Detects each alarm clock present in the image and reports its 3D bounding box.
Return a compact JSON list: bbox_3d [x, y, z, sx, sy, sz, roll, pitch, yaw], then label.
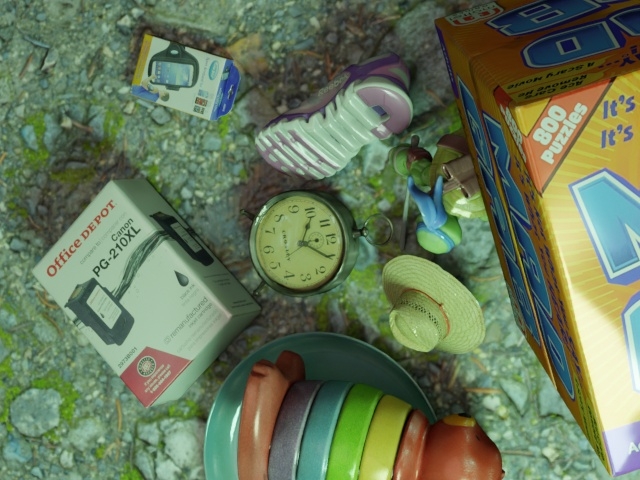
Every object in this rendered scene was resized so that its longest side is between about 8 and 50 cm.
[{"bbox_3d":[0.000,0.000,1.831,0.192,0.064,0.129,-9,89,24],"label":"alarm clock"}]

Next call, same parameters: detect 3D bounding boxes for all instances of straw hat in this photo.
[{"bbox_3d":[0.114,0.092,1.753,0.144,0.061,0.144,24,138,24],"label":"straw hat"}]

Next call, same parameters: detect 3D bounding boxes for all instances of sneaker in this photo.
[{"bbox_3d":[0.023,-0.153,1.807,0.236,0.104,0.095,-24,125,39],"label":"sneaker"}]

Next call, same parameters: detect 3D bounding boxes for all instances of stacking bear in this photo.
[{"bbox_3d":[0.065,0.239,1.728,0.289,0.175,0.164,11,95,13],"label":"stacking bear"}]

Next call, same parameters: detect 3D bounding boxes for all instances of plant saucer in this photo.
[{"bbox_3d":[0.008,0.268,1.853,0.317,0.043,0.318,1,92,22],"label":"plant saucer"}]

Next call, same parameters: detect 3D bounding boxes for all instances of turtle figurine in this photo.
[{"bbox_3d":[0.191,-0.089,1.732,0.198,0.274,0.266,24,81,41],"label":"turtle figurine"}]

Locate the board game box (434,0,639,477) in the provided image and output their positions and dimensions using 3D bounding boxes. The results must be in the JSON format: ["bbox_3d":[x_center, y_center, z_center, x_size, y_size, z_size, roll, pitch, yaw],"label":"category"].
[{"bbox_3d":[0.349,-0.060,1.421,0.356,0.356,0.356,-18,111,0],"label":"board game box"}]

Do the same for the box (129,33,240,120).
[{"bbox_3d":[-0.169,-0.203,1.909,0.136,0.028,0.081,19,99,22],"label":"box"}]

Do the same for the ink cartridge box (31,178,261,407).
[{"bbox_3d":[-0.220,0.062,1.902,0.237,0.100,0.172,47,107,13],"label":"ink cartridge box"}]
